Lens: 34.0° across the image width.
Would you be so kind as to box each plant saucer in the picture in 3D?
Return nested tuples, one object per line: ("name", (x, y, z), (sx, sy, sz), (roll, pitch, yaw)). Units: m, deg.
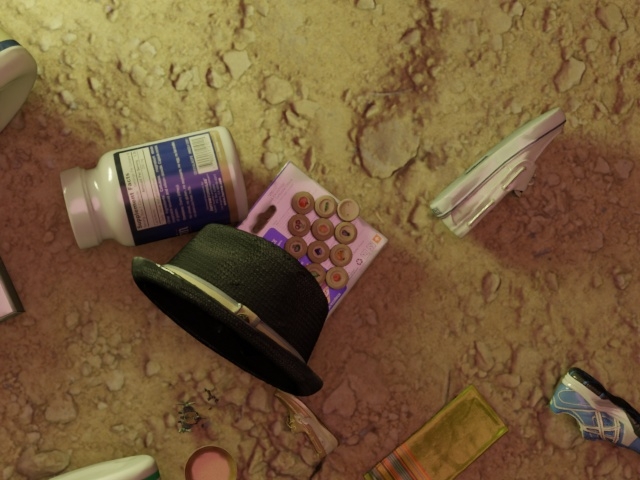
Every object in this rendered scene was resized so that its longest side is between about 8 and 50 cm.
("plant saucer", (-0.174, 0.365, 1.656), (0.083, 0.015, 0.083), (1, 86, -8))

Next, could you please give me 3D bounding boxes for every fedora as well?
("fedora", (-0.110, 0.085, 1.550), (0.334, 0.334, 0.152), (36, 73, -4))

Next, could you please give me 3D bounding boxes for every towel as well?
("towel", (0.189, 0.347, 1.701), (0.237, 0.021, 0.102), (-39, 93, -8))

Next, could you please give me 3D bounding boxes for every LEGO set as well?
("LEGO set", (-0.199, 0.273, 1.659), (0.083, 0.023, 0.054), (-28, 92, -21))

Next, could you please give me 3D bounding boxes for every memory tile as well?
("memory tile", (0.000, 0.000, 1.658), (0.113, 0.012, 0.148), (10, 84, -7))

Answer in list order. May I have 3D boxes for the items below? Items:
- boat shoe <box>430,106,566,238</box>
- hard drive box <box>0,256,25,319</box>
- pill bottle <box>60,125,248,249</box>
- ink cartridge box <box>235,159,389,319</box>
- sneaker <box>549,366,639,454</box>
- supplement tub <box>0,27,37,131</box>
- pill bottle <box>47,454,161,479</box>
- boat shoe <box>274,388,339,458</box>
("boat shoe", (0.305, -0.109, 1.710), (0.267, 0.096, 0.088), (-40, 96, -7))
("hard drive box", (-0.583, 0.041, 1.588), (0.181, 0.089, 0.232), (-23, 89, -8))
("pill bottle", (-0.253, -0.076, 1.606), (0.265, 0.153, 0.153), (-13, 88, -7))
("ink cartridge box", (-0.033, 0.014, 1.682), (0.208, 0.045, 0.206), (39, 83, -4))
("sneaker", (0.470, 0.297, 1.723), (0.211, 0.080, 0.081), (38, 104, -3))
("supplement tub", (-0.609, -0.279, 1.532), (0.325, 0.235, 0.235), (40, 83, -3))
("pill bottle", (-0.297, 0.516, 1.536), (0.204, 0.204, 0.361), (-14, 88, -8))
("boat shoe", (-0.029, 0.290, 1.662), (0.045, 0.050, 0.135), (-44, 93, -13))
